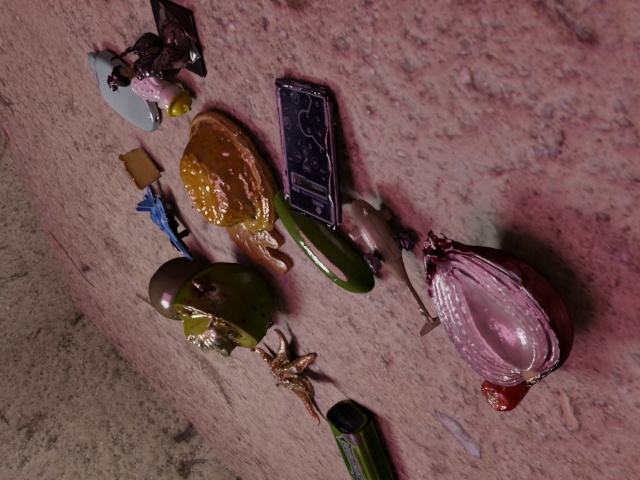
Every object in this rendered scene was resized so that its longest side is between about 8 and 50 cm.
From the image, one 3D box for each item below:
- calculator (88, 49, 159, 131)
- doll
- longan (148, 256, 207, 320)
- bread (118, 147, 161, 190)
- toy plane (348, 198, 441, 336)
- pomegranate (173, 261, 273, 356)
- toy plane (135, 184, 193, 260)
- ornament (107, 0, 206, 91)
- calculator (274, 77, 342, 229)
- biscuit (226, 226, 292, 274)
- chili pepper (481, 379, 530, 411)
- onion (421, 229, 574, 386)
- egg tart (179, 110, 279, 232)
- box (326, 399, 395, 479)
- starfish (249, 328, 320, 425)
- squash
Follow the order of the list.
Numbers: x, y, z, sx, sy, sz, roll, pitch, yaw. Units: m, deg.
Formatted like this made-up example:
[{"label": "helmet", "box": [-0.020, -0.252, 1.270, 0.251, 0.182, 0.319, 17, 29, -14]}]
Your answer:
[{"label": "calculator", "box": [-0.518, -0.392, 1.943, 0.295, 0.042, 0.184, 39, 149, 24]}, {"label": "doll", "box": [-0.367, -0.346, 1.719, 0.207, 0.081, 0.129, 36, 155, 28]}, {"label": "longan", "box": [-0.416, 0.145, 2.239, 0.196, 0.196, 0.220, 52, 150, 3]}, {"label": "bread", "box": [-0.503, -0.207, 2.088, 0.109, 0.084, 0.080, 62, 165, -17]}, {"label": "toy plane", "box": [0.138, 0.048, 1.376, 0.286, 0.092, 0.108, 56, 174, -3]}, {"label": "pomegranate", "box": [-0.239, 0.189, 1.984, 0.260, 0.260, 0.341, 38, 177, 29]}, {"label": "toy plane", "box": [-0.443, -0.047, 2.189, 0.246, 0.078, 0.169, 47, 153, 0]}, {"label": "ornament", "box": [-0.364, -0.386, 1.546, 0.166, 0.196, 0.153, 31, 146, 35]}, {"label": "calculator", "box": [-0.024, -0.164, 1.399, 0.166, 0.028, 0.274, 24, 129, 43]}, {"label": "biscuit", "box": [-0.162, 0.001, 1.849, 0.236, 0.040, 0.144, 20, 132, 44]}, {"label": "chili pepper", "box": [0.319, 0.226, 1.243, 0.073, 0.123, 0.070, 28, 155, 29]}, {"label": "onion", "box": [0.272, 0.083, 1.155, 0.283, 0.120, 0.227, 54, 146, 2]}, {"label": "egg tart", "box": [-0.223, -0.136, 1.683, 0.319, 0.128, 0.319, 37, 146, 31]}, {"label": "box", "box": [0.118, 0.592, 2.005, 0.134, 0.097, 0.345, 20, 138, 48]}, {"label": "starfish", "box": [-0.075, 0.383, 2.091, 0.301, 0.084, 0.293, 53, 154, 10]}, {"label": "squash", "box": [-0.001, 0.002, 1.538, 0.292, 0.082, 0.082, 48, 152, 12]}]
